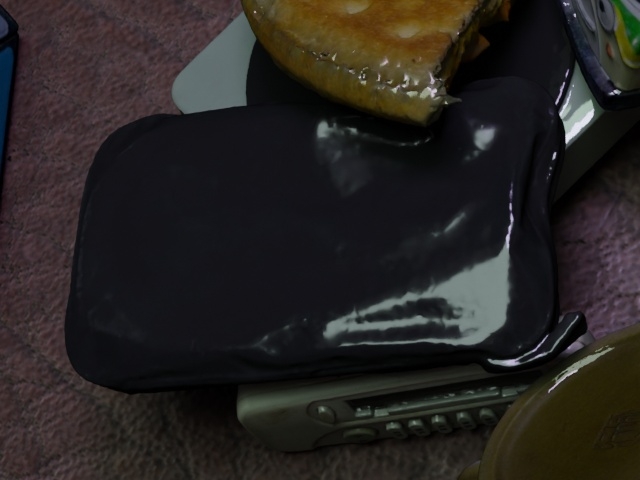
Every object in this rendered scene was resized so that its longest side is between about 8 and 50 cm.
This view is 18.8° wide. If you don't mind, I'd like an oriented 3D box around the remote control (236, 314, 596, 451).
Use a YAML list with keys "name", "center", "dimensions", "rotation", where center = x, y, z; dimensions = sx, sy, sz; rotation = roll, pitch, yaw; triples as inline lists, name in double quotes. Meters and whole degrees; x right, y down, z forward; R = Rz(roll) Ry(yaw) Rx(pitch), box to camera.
- name: "remote control"
  center: [0.063, 0.088, 1.209]
  dimensions: [0.230, 0.090, 0.049]
  rotation: [-10, 60, 18]

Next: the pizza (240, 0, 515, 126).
- name: "pizza"
  center: [0.048, -0.157, 1.231]
  dimensions: [0.197, 0.058, 0.292]
  rotation: [-19, 39, -14]

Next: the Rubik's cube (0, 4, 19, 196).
- name: "Rubik's cube"
  center: [-0.383, -0.098, 1.375]
  dimensions: [0.250, 0.246, 0.248]
  rotation: [-4, 66, 19]

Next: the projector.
- name: "projector"
  center: [0.068, -0.106, 1.303]
  dimensions: [0.259, 0.079, 0.257]
  rotation: [-44, 59, -3]

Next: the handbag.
- name: "handbag"
  center: [0.003, -0.001, 1.191]
  dimensions: [0.332, 0.075, 0.191]
  rotation: [-4, 63, 20]

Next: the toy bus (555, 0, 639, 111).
- name: "toy bus"
  center: [0.302, -0.194, 1.158]
  dimensions: [0.305, 0.179, 0.143]
  rotation: [-11, 63, -6]

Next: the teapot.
- name: "teapot"
  center: [0.195, 0.163, 1.089]
  dimensions: [0.268, 0.175, 0.185]
  rotation: [-11, 29, 43]
